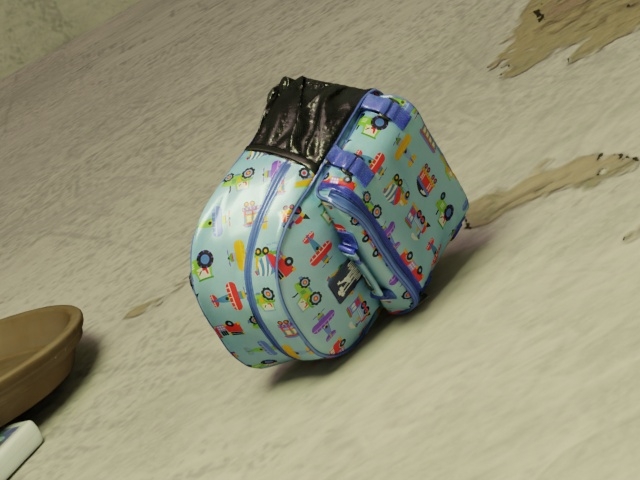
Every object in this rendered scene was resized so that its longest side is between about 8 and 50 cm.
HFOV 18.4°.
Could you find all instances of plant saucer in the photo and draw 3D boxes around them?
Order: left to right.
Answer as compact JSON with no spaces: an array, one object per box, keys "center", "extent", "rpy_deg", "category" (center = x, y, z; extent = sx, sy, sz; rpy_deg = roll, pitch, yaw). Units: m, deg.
[{"center":[-0.306,0.128,1.536],"extent":[0.278,0.041,0.278],"rpy_deg":[-24,11,5],"category":"plant saucer"}]

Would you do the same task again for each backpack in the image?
[{"center":[0.000,0.000,1.290],"extent":[0.117,0.158,0.173],"rpy_deg":[10,54,37],"category":"backpack"}]

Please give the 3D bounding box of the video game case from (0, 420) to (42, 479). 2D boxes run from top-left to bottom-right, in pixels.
[{"center":[-0.319,0.208,1.427],"extent":[0.183,0.023,0.201],"rpy_deg":[-15,22,39],"category":"video game case"}]
